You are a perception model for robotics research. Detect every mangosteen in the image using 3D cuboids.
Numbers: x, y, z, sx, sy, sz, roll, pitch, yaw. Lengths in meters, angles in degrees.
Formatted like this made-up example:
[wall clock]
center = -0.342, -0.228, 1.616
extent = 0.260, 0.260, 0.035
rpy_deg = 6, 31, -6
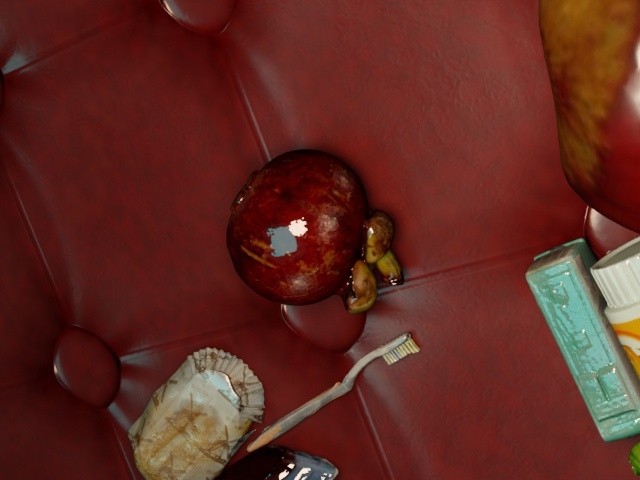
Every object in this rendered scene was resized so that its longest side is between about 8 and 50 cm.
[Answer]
[mangosteen]
center = 0.000, 0.000, 1.792
extent = 0.257, 0.215, 0.215
rpy_deg = 32, 123, -5

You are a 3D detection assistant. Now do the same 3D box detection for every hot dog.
[hot dog]
center = -0.196, 0.288, 2.078
extent = 0.162, 0.082, 0.270
rpy_deg = 40, 115, 3

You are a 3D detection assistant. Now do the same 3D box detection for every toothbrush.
[toothbrush]
center = 0.008, 0.232, 1.965
extent = 0.375, 0.028, 0.037
rpy_deg = -37, 94, 34

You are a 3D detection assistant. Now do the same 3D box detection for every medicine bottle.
[medicine bottle]
center = 0.458, 0.139, 1.583
extent = 0.158, 0.158, 0.318
rpy_deg = -28, 91, 35

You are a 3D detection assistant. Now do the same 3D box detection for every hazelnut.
[hazelnut]
center = 0.403, -0.204, 1.365
extent = 0.402, 0.402, 0.429
rpy_deg = 0, 96, 31

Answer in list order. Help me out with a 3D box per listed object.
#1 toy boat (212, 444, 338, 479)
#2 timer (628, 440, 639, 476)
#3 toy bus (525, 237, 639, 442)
[toy boat]
center = -0.086, 0.412, 2.036
extent = 0.142, 0.129, 0.309
rpy_deg = 39, 125, -21
[timer]
center = 0.444, 0.314, 1.661
extent = 0.047, 0.140, 0.128
rpy_deg = -41, 56, 3
[toy bus]
center = 0.351, 0.131, 1.679
extent = 0.091, 0.109, 0.261
rpy_deg = -25, 94, 29
